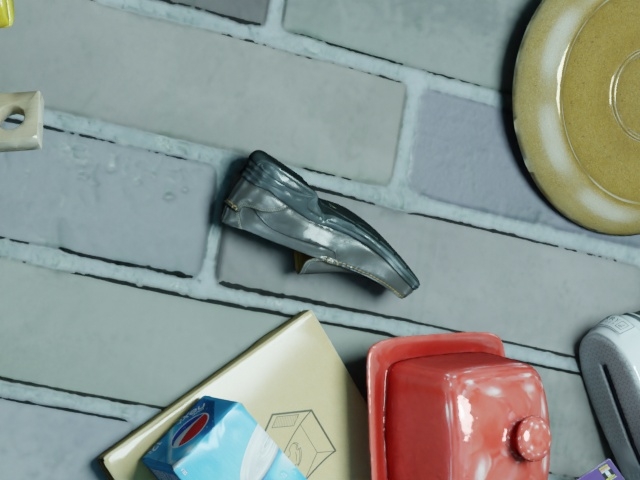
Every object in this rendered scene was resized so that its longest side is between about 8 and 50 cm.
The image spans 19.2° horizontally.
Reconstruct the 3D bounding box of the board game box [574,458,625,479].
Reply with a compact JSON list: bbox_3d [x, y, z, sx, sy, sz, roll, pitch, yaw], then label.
[{"bbox_3d":[0.197,0.275,1.477,0.170,0.048,0.141,-31,72,-14],"label":"board game box"}]

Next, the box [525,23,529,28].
[{"bbox_3d":[0.218,-0.166,1.569,0.083,0.018,0.067,-29,101,-23],"label":"box"}]

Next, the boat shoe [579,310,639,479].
[{"bbox_3d":[0.323,0.209,1.545,0.119,0.121,0.335,-19,94,-20],"label":"boat shoe"}]

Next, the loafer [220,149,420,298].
[{"bbox_3d":[0.000,0.000,1.445,0.170,0.062,0.061,35,96,-16],"label":"loafer"}]

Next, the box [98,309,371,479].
[{"bbox_3d":[-0.046,0.174,1.429,0.201,0.021,0.164,-35,102,-23],"label":"box"}]

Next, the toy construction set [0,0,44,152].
[{"bbox_3d":[-0.229,-0.180,1.275,0.309,0.257,0.237,-28,144,-8],"label":"toy construction set"}]

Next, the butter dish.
[{"bbox_3d":[0.123,0.150,1.443,0.160,0.118,0.160,-1,88,-44],"label":"butter dish"}]

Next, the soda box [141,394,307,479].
[{"bbox_3d":[-0.031,0.212,1.385,0.071,0.067,0.210,-46,109,-19],"label":"soda box"}]

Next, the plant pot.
[{"bbox_3d":[0.264,-0.120,1.565,0.236,0.032,0.236,-3,95,-29],"label":"plant pot"}]
